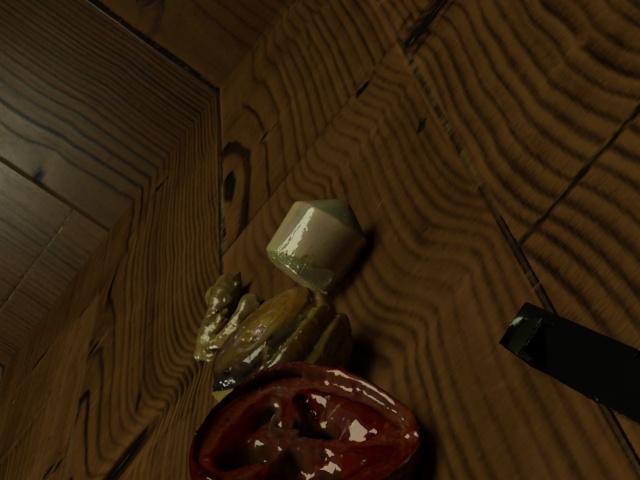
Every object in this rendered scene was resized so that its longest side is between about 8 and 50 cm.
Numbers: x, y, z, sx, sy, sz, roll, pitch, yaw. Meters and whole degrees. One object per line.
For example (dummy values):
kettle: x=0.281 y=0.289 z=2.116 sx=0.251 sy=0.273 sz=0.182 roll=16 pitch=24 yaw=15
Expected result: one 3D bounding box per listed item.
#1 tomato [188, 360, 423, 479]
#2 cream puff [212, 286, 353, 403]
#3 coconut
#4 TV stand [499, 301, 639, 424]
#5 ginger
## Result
tomato: x=-0.016 y=0.219 z=1.227 sx=0.228 sy=0.227 sz=0.101 roll=-95 pitch=3 yaw=-63
cream puff: x=-0.038 y=0.149 z=1.462 sx=0.189 sy=0.129 sz=0.189 roll=-42 pitch=15 yaw=14
coconut: x=0.000 y=0.000 z=1.664 sx=0.122 sy=0.116 sz=0.116 roll=-55 pitch=18 yaw=-7
TV stand: x=0.222 y=0.102 z=1.017 sx=0.049 sy=0.040 sz=0.256 roll=-56 pitch=18 yaw=-2
ginger: x=-0.156 y=0.116 z=1.946 sx=0.193 sy=0.052 sz=0.176 roll=-25 pitch=29 yaw=56
